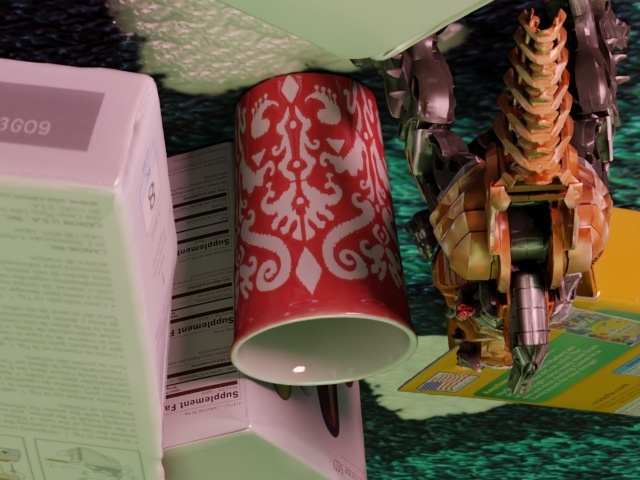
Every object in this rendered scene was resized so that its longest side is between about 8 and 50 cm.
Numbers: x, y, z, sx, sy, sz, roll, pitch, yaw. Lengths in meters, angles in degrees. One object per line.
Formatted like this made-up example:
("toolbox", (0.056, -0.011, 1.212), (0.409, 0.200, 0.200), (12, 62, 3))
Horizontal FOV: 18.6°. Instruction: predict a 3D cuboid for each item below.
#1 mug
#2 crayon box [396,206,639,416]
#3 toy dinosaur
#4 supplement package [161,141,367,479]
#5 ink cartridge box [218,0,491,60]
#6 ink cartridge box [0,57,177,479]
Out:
("mug", (-0.009, -0.001, 1.223), (0.113, 0.169, 0.150), (2, 155, -15))
("crayon box", (0.242, 0.060, 1.501), (0.323, 0.083, 0.203), (8, 152, -26))
("toy dinosaur", (0.118, -0.038, 1.109), (0.164, 0.218, 0.322), (6, 153, -20))
("supplement package", (-0.076, 0.075, 1.335), (0.149, 0.203, 0.194), (-14, 154, 20))
("ink cartridge box", (-0.018, -0.222, 0.625), (0.115, 0.273, 0.198), (-26, 148, 38))
("ink cartridge box", (-0.236, 0.043, 1.147), (0.308, 0.091, 0.385), (6, 143, 6))
